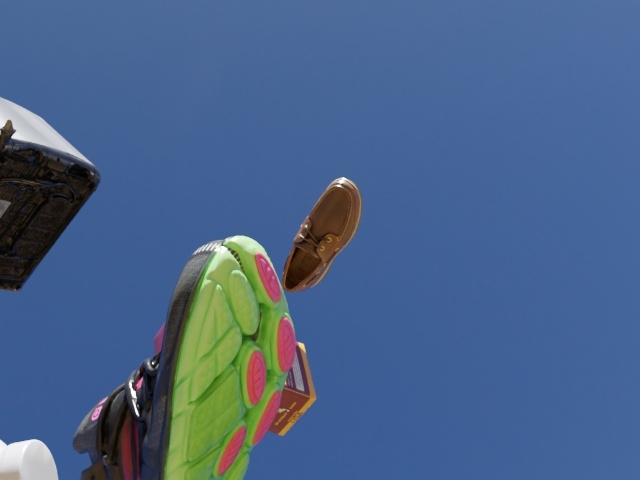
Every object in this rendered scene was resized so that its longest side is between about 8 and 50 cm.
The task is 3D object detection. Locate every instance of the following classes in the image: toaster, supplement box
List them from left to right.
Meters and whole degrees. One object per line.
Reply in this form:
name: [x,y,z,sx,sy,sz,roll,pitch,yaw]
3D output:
toaster: [-0.321,-0.051,0.836,0.186,0.110,0.168,-51,-20,9]
supplement box: [-0.109,0.162,1.101,0.188,0.104,0.081,25,-63,-28]

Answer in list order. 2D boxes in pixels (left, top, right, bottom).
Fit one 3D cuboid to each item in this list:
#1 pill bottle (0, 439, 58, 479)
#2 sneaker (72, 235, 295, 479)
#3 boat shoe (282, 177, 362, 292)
pill bottle: [-0.279,0.191,0.640,0.152,0.086,0.086,-11,-69,5]
sneaker: [-0.171,0.204,0.921,0.185,0.202,0.483,-27,-39,-57]
boat shoe: [0.000,0.000,1.139,0.064,0.060,0.178,35,-59,11]
